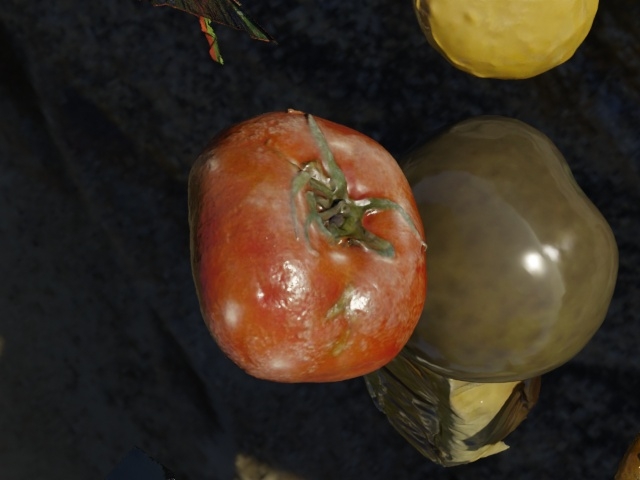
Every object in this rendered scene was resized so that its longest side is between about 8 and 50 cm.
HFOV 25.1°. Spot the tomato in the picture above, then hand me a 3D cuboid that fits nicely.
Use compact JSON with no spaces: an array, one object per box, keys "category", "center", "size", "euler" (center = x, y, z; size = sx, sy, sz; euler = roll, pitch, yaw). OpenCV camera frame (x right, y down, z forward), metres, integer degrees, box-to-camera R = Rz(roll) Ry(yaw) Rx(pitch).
[{"category":"tomato","center":[0.000,0.000,1.147],"size":[0.095,0.237,0.236],"euler":[-29,96,48]}]

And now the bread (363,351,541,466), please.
[{"category":"bread","center":[0.146,0.113,1.653],"size":[0.236,0.183,0.388],"euler":[42,163,18]}]

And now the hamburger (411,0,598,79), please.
[{"category":"hamburger","center":[0.157,-0.214,1.199],"size":[0.162,0.115,0.162],"euler":[7,121,11]}]

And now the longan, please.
[{"category":"longan","center":[0.157,0.008,1.327],"size":[0.248,0.248,0.248],"euler":[24,132,30]}]

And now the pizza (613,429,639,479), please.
[{"category":"pizza","center":[0.384,0.222,1.435],"size":[0.199,0.188,0.062],"euler":[48,170,-26]}]

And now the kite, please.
[{"category":"kite","center":[-0.115,-0.215,1.296],"size":[0.190,0.010,0.159],"euler":[23,154,39]}]

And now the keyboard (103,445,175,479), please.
[{"category":"keyboard","center":[-0.260,0.337,1.712],"size":[0.074,0.196,0.015],"euler":[29,157,31]}]
